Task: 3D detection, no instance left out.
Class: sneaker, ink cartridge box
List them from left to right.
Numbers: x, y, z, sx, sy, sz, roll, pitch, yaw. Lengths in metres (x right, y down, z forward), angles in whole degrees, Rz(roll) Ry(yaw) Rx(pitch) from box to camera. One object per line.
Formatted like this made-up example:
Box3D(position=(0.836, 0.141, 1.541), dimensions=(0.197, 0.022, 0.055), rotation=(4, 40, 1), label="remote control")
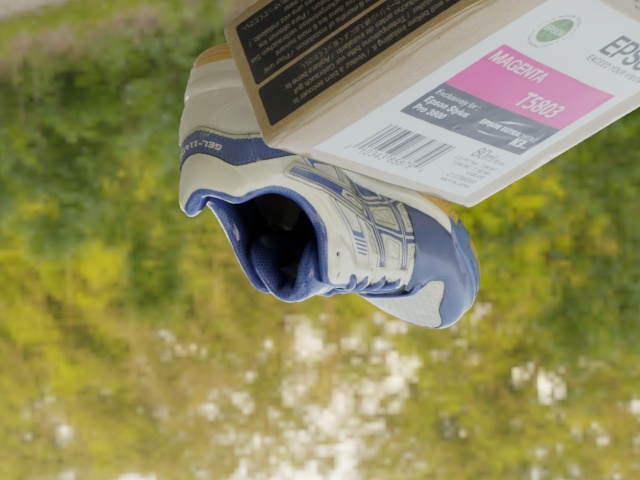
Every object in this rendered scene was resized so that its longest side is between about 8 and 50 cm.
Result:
Box3D(position=(0.000, 0.000, 1.089), dimensions=(0.112, 0.131, 0.296), rotation=(-15, 140, 36), label="sneaker")
Box3D(position=(0.093, -0.114, 0.954), dimensions=(0.193, 0.088, 0.235), rotation=(-31, 156, 28), label="ink cartridge box")
